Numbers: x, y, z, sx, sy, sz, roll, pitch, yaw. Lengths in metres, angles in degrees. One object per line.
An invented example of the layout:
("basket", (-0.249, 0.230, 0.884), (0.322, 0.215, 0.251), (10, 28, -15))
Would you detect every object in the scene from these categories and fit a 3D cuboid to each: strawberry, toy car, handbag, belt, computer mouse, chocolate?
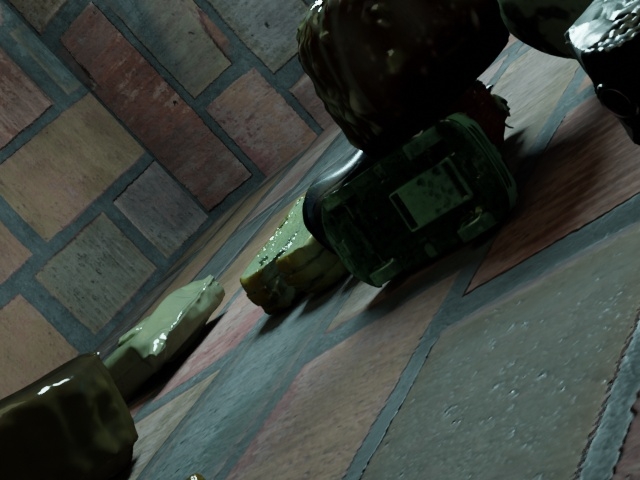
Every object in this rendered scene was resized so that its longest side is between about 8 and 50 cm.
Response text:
("strawberry", (0.195, -0.154, 1.612), (0.148, 0.131, 0.131), (-42, 9, 23))
("toy car", (0.125, -0.051, 1.400), (0.125, 0.136, 0.306), (-33, -1, -37))
("handbag", (-0.328, 0.199, 2.305), (0.253, 0.109, 0.316), (-46, 2, -41))
("belt", (0.356, -0.232, 1.107), (0.289, 0.164, 0.184), (-46, 18, -20))
("computer mouse", (0.078, -0.077, 1.693), (0.233, 0.137, 0.096), (-46, 5, -26))
("chocolate", (0.083, -0.255, 1.464), (0.225, 0.210, 0.340), (-46, 6, -10))

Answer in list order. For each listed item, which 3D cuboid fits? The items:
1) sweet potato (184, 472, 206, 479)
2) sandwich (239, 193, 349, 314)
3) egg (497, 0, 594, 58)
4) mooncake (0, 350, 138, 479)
("sweet potato", (-0.259, 0.366, 1.235), (0.385, 0.109, 0.109), (-28, 12, 14))
("sandwich", (-0.001, -0.001, 1.844), (0.249, 0.095, 0.273), (-52, 13, -31))
("egg", (0.346, -0.372, 1.409), (0.287, 0.287, 0.379), (-47, 12, -24))
("mooncake", (-0.442, 0.320, 1.772), (0.324, 0.187, 0.324), (-26, 3, 1))
